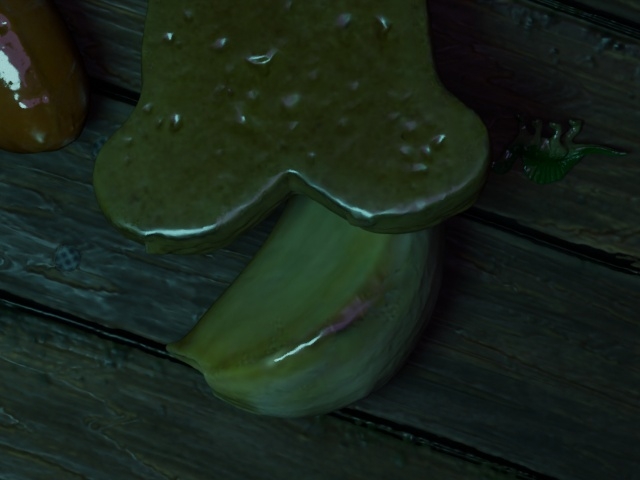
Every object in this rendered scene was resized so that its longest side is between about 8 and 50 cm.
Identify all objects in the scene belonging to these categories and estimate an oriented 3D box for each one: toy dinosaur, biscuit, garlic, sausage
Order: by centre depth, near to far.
[{"bbox_3d":[-0.285,-0.184,1.632,0.133,0.133,0.258,-34,91,-2],"label":"sausage"},{"bbox_3d":[-0.010,-0.189,1.634,0.368,0.076,0.394,-5,75,6],"label":"biscuit"},{"bbox_3d":[0.017,-0.004,1.660,0.196,0.151,0.338,24,86,4],"label":"garlic"},{"bbox_3d":[0.209,-0.077,1.728,0.120,0.029,0.060,7,107,-10],"label":"toy dinosaur"}]
